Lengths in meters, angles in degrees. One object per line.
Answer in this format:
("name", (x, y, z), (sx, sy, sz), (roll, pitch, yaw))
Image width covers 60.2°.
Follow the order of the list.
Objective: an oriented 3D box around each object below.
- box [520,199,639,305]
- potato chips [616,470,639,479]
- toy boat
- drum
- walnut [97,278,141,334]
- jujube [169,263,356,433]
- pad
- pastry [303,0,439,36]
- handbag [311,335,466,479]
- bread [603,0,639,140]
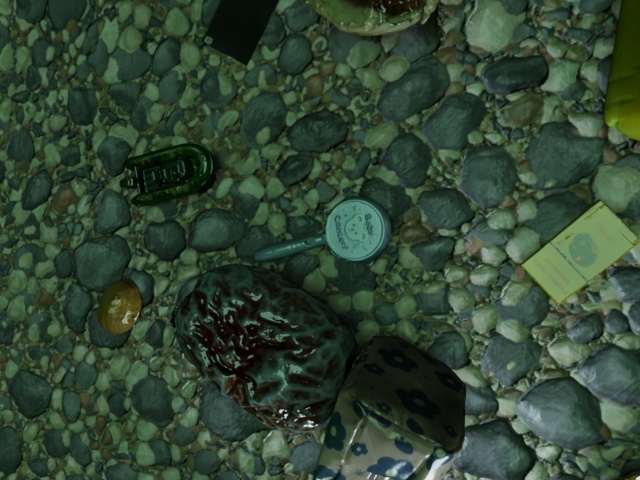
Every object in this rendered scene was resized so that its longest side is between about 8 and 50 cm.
("box", (0.401, 0.019, 0.858), (0.155, 0.023, 0.087), (-43, 75, 15))
("potato chips", (0.472, 0.437, 0.824), (0.150, 0.049, 0.201), (36, 103, 19))
("toy boat", (-0.296, -0.131, 1.079), (0.210, 0.052, 0.104), (-10, 85, 20))
("drum", (0.000, -0.021, 0.980), (0.253, 0.049, 0.130), (1, 91, 19))
("walnut", (-0.420, 0.137, 1.125), (0.091, 0.052, 0.121), (19, 95, 21))
("jujube", (-0.094, 0.173, 0.929), (0.317, 0.226, 0.226), (27, 99, 19))
("pad", (-0.141, -0.442, 1.048), (0.116, 0.004, 0.193), (32, 100, 15))
("pastry", (0.100, -0.451, 0.887), (0.237, 0.170, 0.256), (2, 96, 39))
("handbag", (0.106, 0.290, 0.850), (0.190, 0.251, 0.193), (29, 109, 9))
("bread", (0.509, -0.329, 0.768), (0.166, 0.112, 0.383), (8, 93, 19))
